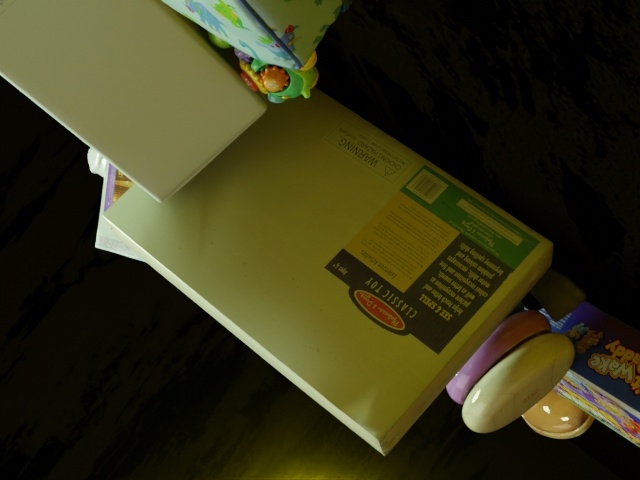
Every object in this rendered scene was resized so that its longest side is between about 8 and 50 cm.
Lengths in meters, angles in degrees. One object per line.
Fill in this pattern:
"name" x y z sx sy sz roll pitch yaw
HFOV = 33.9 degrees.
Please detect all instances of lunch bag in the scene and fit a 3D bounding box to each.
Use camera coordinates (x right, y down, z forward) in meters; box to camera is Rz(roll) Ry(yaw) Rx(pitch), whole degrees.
"lunch bag" -0.088 -0.224 0.754 0.219 0.090 0.176 35 175 36

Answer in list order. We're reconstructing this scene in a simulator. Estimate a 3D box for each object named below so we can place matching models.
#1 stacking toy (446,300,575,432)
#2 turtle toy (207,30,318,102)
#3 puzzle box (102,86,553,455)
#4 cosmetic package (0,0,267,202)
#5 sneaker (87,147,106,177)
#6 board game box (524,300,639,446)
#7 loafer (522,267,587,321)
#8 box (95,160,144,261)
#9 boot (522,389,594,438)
"stacking toy" 0.123 0.046 1.160 0.330 0.141 0.141 51 -179 25
"turtle toy" -0.056 -0.184 1.019 0.130 0.066 0.095 49 176 7
"puzzle box" 0.000 0.000 1.107 0.409 0.272 0.052 37 162 26
"cosmetic package" -0.274 -0.265 1.032 0.453 0.161 0.230 42 -168 -37
"sneaker" -0.152 -0.048 1.402 0.365 0.210 0.137 0 -170 26
"board game box" 0.375 0.181 1.189 0.347 0.078 0.233 33 173 48
"loafer" 0.231 0.047 1.169 0.056 0.050 0.148 41 175 -29
"box" -0.128 -0.054 1.290 0.293 0.201 0.057 16 -164 18
"boot" 0.336 0.216 1.822 0.220 0.109 0.283 46 179 -32
